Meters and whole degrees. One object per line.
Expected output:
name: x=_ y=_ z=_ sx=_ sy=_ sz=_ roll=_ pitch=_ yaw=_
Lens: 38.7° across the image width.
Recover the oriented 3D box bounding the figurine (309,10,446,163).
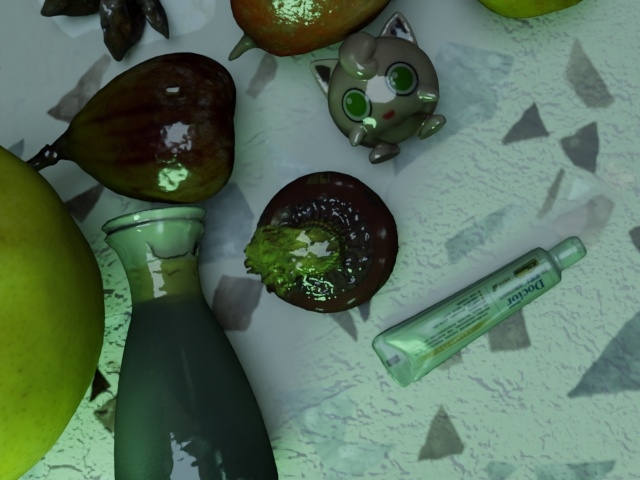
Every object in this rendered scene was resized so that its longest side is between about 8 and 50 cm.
figurine: x=0.066 y=-0.161 z=0.986 sx=0.125 sy=0.125 sz=0.138 roll=-27 pitch=89 yaw=7

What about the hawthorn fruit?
hawthorn fruit: x=-0.018 y=-0.283 z=0.975 sx=0.199 sy=0.199 sz=0.251 roll=44 pitch=108 yaw=8

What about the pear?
pear: x=-0.394 y=0.084 z=0.927 sx=0.362 sy=0.362 sz=0.418 roll=29 pitch=121 yaw=9

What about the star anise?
star anise: x=-0.239 y=-0.328 z=1.068 sx=0.196 sy=0.073 sz=0.212 roll=25 pitch=89 yaw=7

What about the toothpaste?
toothpaste: x=0.176 y=0.071 z=1.002 sx=0.255 sy=0.037 sz=0.067 roll=-34 pitch=89 yaw=10

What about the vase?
vase: x=-0.155 y=0.129 z=1.000 sx=0.173 sy=0.173 sz=0.321 roll=-12 pitch=79 yaw=9

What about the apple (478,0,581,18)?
apple: x=0.227 y=-0.320 z=0.948 sx=0.182 sy=0.182 sz=0.155 roll=-24 pitch=114 yaw=8

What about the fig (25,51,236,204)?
fig: x=-0.219 y=-0.107 z=1.017 sx=0.274 sy=0.145 sz=0.170 roll=-13 pitch=71 yaw=9

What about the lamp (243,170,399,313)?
lamp: x=0.004 y=0.003 z=0.983 sx=0.156 sy=0.135 sz=0.157 roll=29 pitch=90 yaw=9
